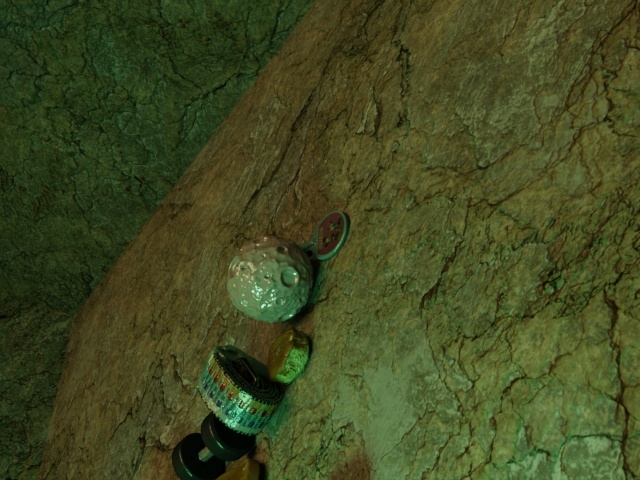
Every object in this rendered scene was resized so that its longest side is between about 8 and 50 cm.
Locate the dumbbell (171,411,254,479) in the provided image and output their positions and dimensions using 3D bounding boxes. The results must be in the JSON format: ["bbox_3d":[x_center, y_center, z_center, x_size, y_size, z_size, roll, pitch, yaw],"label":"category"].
[{"bbox_3d":[-0.302,0.579,2.041,0.218,0.152,0.152,-46,32,30],"label":"dumbbell"}]

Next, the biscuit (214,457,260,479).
[{"bbox_3d":[-0.272,0.736,1.906,0.344,0.057,0.287,-45,16,30],"label":"biscuit"}]

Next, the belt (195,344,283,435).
[{"bbox_3d":[-0.220,0.404,1.993,0.150,0.207,0.257,-56,43,11],"label":"belt"}]

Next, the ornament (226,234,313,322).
[{"bbox_3d":[-0.151,0.109,2.095,0.259,0.225,0.259,-40,39,44],"label":"ornament"}]

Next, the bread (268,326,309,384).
[{"bbox_3d":[-0.087,0.318,1.985,0.140,0.069,0.128,-45,34,34],"label":"bread"}]

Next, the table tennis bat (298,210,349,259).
[{"bbox_3d":[0.000,0.000,2.147,0.244,0.040,0.152,-29,45,42],"label":"table tennis bat"}]
